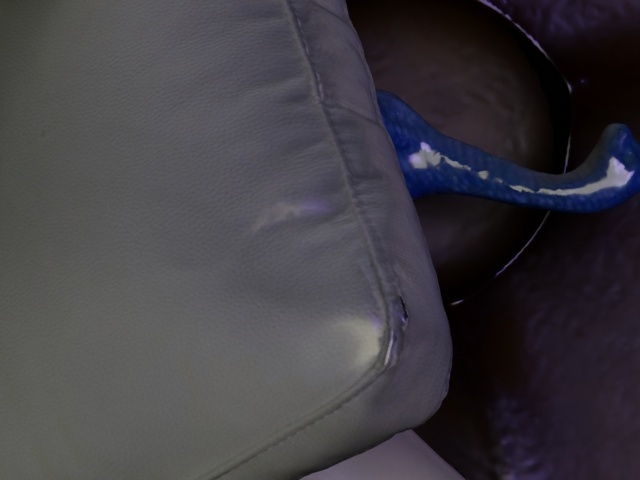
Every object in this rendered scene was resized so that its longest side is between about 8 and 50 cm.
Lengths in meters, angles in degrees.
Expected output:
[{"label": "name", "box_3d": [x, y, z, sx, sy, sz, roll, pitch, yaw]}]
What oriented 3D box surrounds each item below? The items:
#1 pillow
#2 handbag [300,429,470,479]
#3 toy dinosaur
[{"label": "pillow", "box_3d": [-0.108, 0.019, 0.665, 0.322, 0.120, 0.255, -34, 55, 26]}, {"label": "handbag", "box_3d": [0.066, 0.246, 0.671, 0.358, 0.160, 0.237, 39, 80, 7]}, {"label": "toy dinosaur", "box_3d": [0.000, 0.000, 0.754, 0.188, 0.075, 0.247, 41, 97, 6]}]
